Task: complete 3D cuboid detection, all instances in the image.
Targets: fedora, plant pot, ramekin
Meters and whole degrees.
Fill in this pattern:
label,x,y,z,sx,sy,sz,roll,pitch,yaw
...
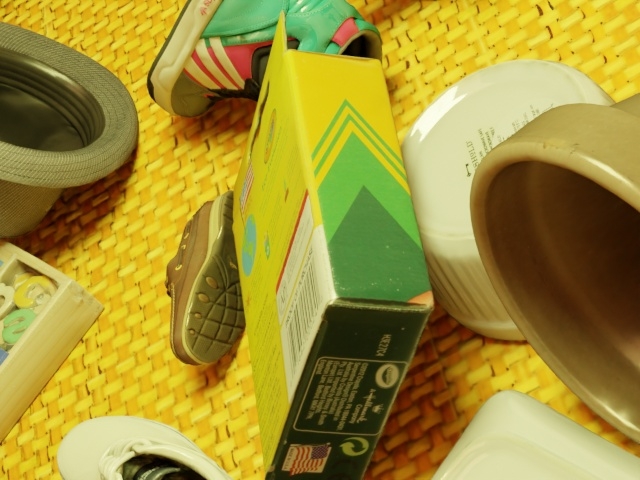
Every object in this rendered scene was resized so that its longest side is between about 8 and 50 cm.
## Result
label,x,y,z,sx,sy,sz,roll,pitch,yaw
fedora,-0.305,-0.092,1.763,0.275,0.244,0.124,-81,15,-64
plant pot,0.266,-0.017,1.215,0.229,0.263,0.263,-38,38,-20
ramekin,0.149,-0.039,1.403,0.207,0.109,0.207,-22,45,23

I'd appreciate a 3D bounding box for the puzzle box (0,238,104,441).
label,x,y,z,sx,sy,sz,roll,pitch,yaw
puzzle box,-0.408,0.094,1.772,0.409,0.052,0.272,23,73,46

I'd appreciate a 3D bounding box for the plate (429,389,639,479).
label,x,y,z,sx,sy,sz,roll,pitch,yaw
plate,0.125,0.243,1.233,0.278,0.045,0.277,-52,41,-11

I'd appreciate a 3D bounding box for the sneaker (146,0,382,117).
label,x,y,z,sx,sy,sz,roll,pitch,yaw
sneaker,-0.037,-0.144,1.633,0.124,0.178,0.295,-46,-2,-26

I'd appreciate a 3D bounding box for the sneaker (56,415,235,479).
label,x,y,z,sx,sy,sz,roll,pitch,yaw
sneaker,-0.128,0.182,1.446,0.258,0.091,0.094,17,68,45

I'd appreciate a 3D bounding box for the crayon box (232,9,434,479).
label,x,y,z,sx,sy,sz,roll,pitch,yaw
crayon box,0.000,0.000,1.423,0.081,0.202,0.318,5,45,-15

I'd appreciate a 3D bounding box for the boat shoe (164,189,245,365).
label,x,y,z,sx,sy,sz,roll,pitch,yaw
boat shoe,-0.098,0.037,1.572,0.060,0.064,0.178,-21,39,31
